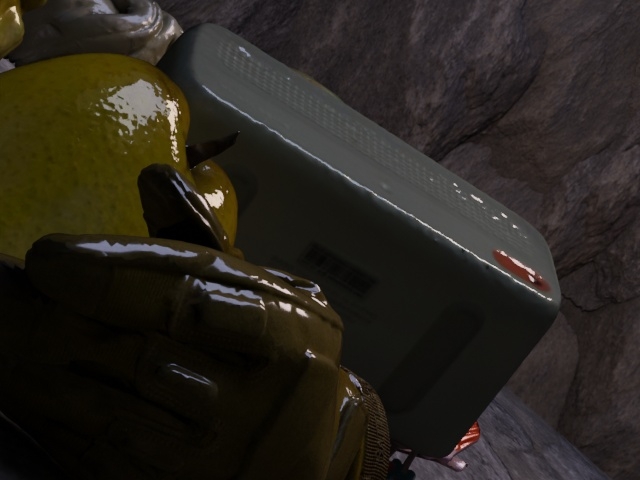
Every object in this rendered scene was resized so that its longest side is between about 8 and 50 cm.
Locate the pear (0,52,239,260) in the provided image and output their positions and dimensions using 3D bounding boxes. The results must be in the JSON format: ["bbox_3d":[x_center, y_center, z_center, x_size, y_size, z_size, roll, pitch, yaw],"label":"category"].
[{"bbox_3d":[-0.147,-0.030,0.897,0.267,0.178,0.267,37,1,-1],"label":"pear"}]

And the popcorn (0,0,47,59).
[{"bbox_3d":[-0.346,-0.247,1.129,0.286,0.215,0.252,42,-28,-2],"label":"popcorn"}]

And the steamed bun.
[{"bbox_3d":[-0.254,-0.183,1.599,0.211,0.144,0.218,12,-24,2],"label":"steamed bun"}]

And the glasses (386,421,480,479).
[{"bbox_3d":[0.034,0.154,1.363,0.162,0.095,0.255,0,35,-40],"label":"glasses"}]

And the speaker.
[{"bbox_3d":[0.000,0.000,1.224,0.406,0.184,0.183,31,25,-17],"label":"speaker"}]

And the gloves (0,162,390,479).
[{"bbox_3d":[-0.053,0.081,0.751,0.141,0.154,0.331,41,-3,32],"label":"gloves"}]

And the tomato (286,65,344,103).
[{"bbox_3d":[-0.081,-0.142,2.107,0.303,0.239,0.303,37,2,-2],"label":"tomato"}]
